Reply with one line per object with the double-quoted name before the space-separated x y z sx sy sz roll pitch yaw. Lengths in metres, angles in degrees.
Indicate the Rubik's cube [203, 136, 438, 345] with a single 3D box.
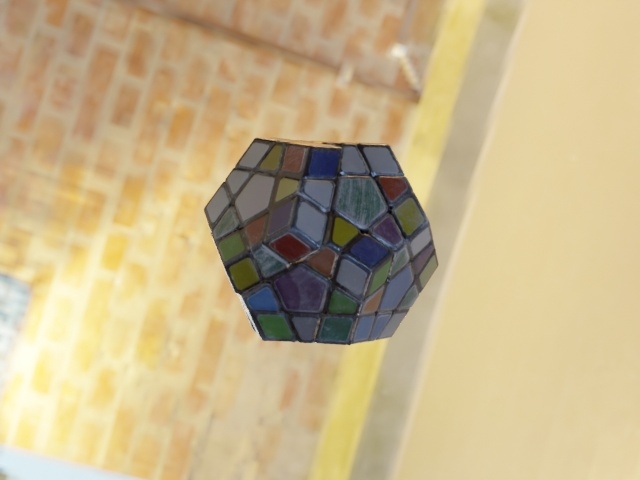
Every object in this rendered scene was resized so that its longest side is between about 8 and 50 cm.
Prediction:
"Rubik's cube" 0.000 0.000 0.799 0.111 0.093 0.111 -25 -133 30
